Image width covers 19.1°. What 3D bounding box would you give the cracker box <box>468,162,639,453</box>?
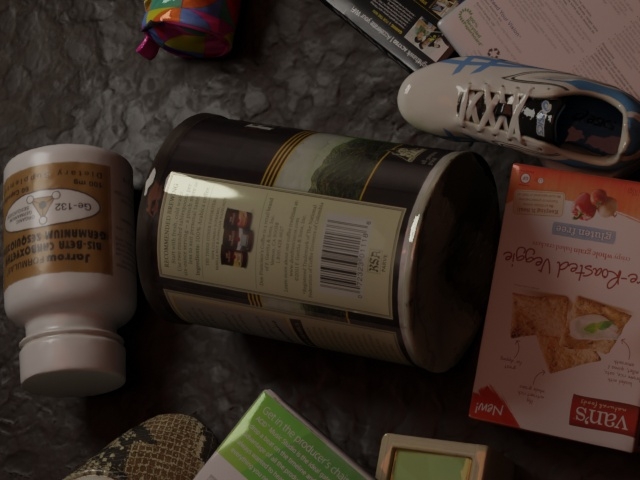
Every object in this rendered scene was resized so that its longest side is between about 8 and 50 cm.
[{"bbox_3d":[0.230,0.058,1.673,0.155,0.067,0.232,10,91,26],"label":"cracker box"}]

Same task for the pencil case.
[{"bbox_3d":[-0.126,-0.302,1.958,0.104,0.104,0.236,3,73,25],"label":"pencil case"}]

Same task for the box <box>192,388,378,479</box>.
[{"bbox_3d":[-0.058,0.322,1.636,0.232,0.058,0.322,39,91,28],"label":"box"}]

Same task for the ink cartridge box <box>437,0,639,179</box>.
[{"bbox_3d":[0.258,-0.180,1.738,0.224,0.045,0.223,-37,79,13],"label":"ink cartridge box"}]

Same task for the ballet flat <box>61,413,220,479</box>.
[{"bbox_3d":[-0.263,0.362,1.751,0.164,0.182,0.483,35,89,26],"label":"ballet flat"}]

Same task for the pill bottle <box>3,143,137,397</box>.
[{"bbox_3d":[-0.247,0.032,1.881,0.131,0.131,0.229,-11,69,20],"label":"pill bottle"}]

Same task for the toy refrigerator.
[{"bbox_3d":[0.089,0.311,1.662,0.102,0.094,0.270,5,76,25],"label":"toy refrigerator"}]

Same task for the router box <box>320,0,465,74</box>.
[{"bbox_3d":[0.094,-0.246,1.870,0.133,0.046,0.179,-49,62,2],"label":"router box"}]

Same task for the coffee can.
[{"bbox_3d":[0.000,0.000,1.743,0.275,0.201,0.202,10,77,26],"label":"coffee can"}]

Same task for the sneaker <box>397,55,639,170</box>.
[{"bbox_3d":[0.179,-0.116,1.692,0.237,0.086,0.085,11,94,18],"label":"sneaker"}]
